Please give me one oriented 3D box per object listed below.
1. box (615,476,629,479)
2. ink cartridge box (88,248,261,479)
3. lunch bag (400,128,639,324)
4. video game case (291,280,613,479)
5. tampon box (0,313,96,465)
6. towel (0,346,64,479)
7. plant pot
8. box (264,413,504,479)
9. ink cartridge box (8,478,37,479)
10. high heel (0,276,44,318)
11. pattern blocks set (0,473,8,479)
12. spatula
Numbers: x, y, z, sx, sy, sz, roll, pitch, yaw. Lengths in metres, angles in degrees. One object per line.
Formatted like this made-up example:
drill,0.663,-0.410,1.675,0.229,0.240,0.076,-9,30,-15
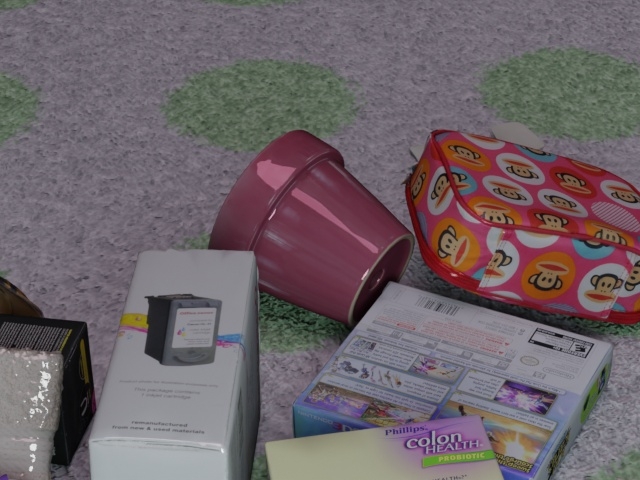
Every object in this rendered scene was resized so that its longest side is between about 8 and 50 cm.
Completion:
box,0.384,0.313,1.510,0.275,0.113,0.094,11,37,20
ink cartridge box,-0.133,0.182,1.613,0.131,0.226,0.306,2,33,2
lunch bag,0.247,-0.031,1.950,0.293,0.120,0.258,14,31,-18
video game case,0.143,0.163,1.781,0.270,0.061,0.244,16,37,23
tampon box,-0.329,0.152,1.754,0.161,0.120,0.101,6,34,9
towel,-0.397,0.187,1.661,0.282,0.187,0.049,5,-3,9
plant pot,0.000,0.000,1.930,0.180,0.201,0.201,33,44,18
box,0.071,0.293,1.528,0.214,0.117,0.243,-7,38,-8
ink cartridge box,-0.357,0.295,1.553,0.191,0.082,0.139,3,50,4
high heel,-0.421,0.030,1.836,0.186,0.261,0.093,9,68,20
pattern blocks set,-0.430,0.261,1.475,0.325,0.026,0.285,-17,38,-30
spatula,0.235,-0.082,2.180,0.168,0.019,0.242,-10,35,-15
